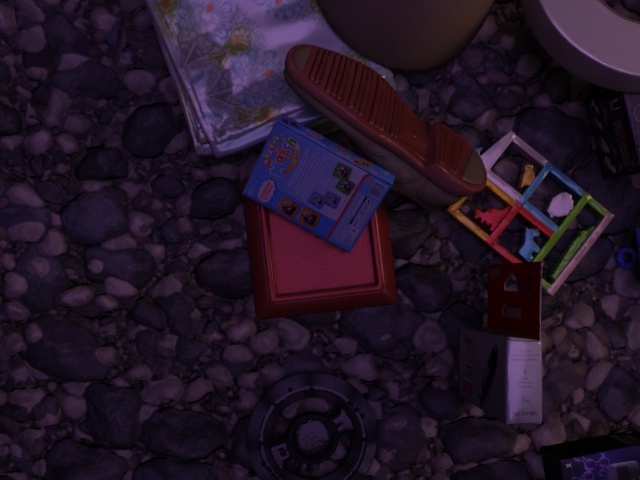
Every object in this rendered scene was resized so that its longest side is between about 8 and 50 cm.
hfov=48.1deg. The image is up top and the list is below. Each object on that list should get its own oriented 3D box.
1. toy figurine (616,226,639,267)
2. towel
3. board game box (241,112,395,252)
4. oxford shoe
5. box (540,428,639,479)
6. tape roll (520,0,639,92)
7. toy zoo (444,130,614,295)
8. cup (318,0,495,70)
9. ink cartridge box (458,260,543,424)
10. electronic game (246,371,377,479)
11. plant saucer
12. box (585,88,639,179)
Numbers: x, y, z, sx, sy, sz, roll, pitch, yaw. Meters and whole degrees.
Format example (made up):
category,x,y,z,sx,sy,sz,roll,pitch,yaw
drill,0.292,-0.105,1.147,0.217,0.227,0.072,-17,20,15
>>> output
category,x,y,z,sx,sy,sz,roll,pitch,yaw
toy figurine,0.655,0.049,1.296,0.217,0.191,0.362,-6,91,25
towel,-0.088,-0.342,1.264,0.375,0.090,0.320,-20,89,-5
board game box,-0.006,-0.092,1.191,0.212,0.039,0.160,28,126,-3
oxford shoe,0.087,-0.168,1.196,0.397,0.146,0.140,35,48,-16
box,0.511,0.485,1.259,0.184,0.103,0.261,-10,88,-2
tape roll,0.529,-0.439,1.200,0.392,0.072,0.391,1,80,-3
toy zoo,0.363,-0.063,1.309,0.293,0.030,0.192,38,86,-1
cup,0.178,-0.480,1.173,0.331,0.237,0.331,4,78,-18
ink cartridge box,0.288,0.155,1.171,0.060,0.275,0.238,1,87,-4
electronic game,-0.014,0.345,1.255,0.229,0.048,0.229,0,86,-3
plant saucer,0.000,0.000,1.274,0.259,0.048,0.258,-6,88,-5
box,0.634,-0.216,1.278,0.247,0.142,0.163,-13,88,-4
